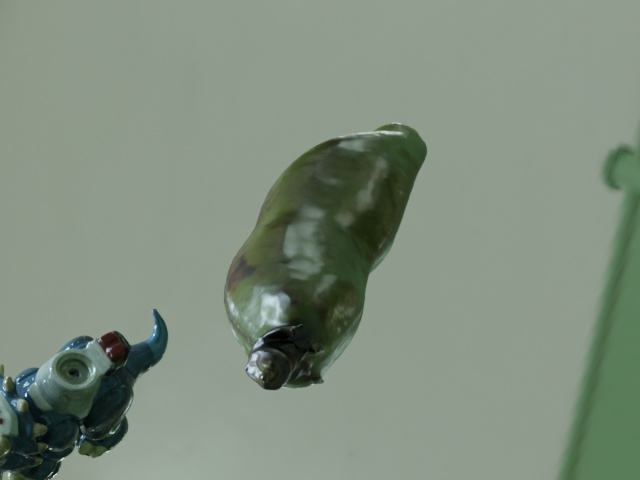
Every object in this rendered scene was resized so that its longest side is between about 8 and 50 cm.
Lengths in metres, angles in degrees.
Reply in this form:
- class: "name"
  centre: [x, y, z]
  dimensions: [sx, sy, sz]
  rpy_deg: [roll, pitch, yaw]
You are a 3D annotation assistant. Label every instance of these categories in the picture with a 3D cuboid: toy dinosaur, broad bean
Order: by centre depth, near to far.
- class: "toy dinosaur"
  centre: [-0.085, 0.052, 0.629]
  dimensions: [0.083, 0.030, 0.047]
  rpy_deg: [-25, -25, -31]
- class: "broad bean"
  centre: [0.000, 0.000, 1.048]
  dimensions: [0.339, 0.077, 0.061]
  rpy_deg: [-65, -27, -59]
